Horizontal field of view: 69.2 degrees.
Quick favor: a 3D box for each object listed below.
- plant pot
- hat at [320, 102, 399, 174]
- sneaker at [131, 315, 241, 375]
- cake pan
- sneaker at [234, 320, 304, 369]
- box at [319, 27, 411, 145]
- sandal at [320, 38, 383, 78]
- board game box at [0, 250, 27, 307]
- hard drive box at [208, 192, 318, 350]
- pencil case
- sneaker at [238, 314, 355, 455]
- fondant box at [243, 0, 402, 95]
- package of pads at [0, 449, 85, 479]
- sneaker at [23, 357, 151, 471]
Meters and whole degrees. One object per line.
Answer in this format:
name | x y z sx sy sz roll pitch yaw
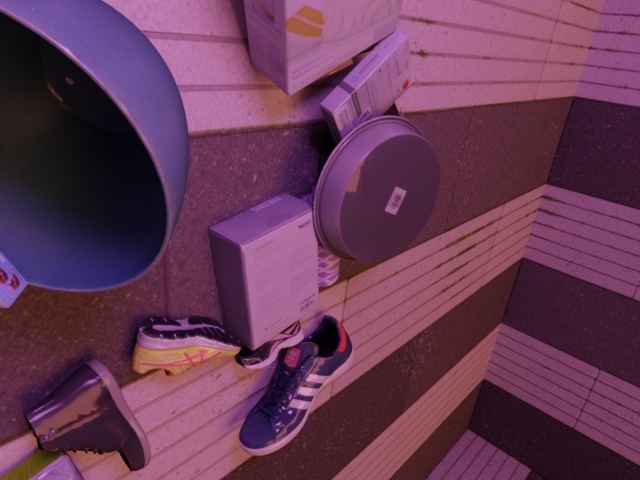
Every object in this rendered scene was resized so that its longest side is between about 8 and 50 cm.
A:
plant pot | -0.250 -0.119 0.443 0.195 0.290 0.290 -79 162 -46
hat | 0.135 -0.140 0.997 0.331 0.134 0.331 -29 132 -38
sneaker | -0.228 0.186 0.791 0.208 0.081 0.094 19 103 -48
cake pan | 0.120 -0.083 0.877 0.293 0.054 0.293 -19 125 -30
sneaker | -0.109 0.196 0.961 0.178 0.072 0.077 -28 119 -50
box | 0.087 -0.264 0.835 0.186 0.038 0.145 -46 160 -2
sandal | 0.055 -0.358 0.808 0.240 0.088 0.079 -41 117 -34
board game box | -0.388 -0.019 0.397 0.039 0.160 0.211 -84 166 -47
hard drive box | -0.094 0.055 0.861 0.181 0.089 0.232 -30 132 -39
pencil case | 0.000 0.000 0.947 0.088 0.086 0.206 -80 173 -52
sneaker | -0.062 0.303 1.035 0.350 0.131 0.148 -44 133 -35
fondant box | 0.016 -0.384 0.603 0.238 0.096 0.330 -38 160 -19
package of pads | -0.454 0.467 0.645 0.296 0.101 0.229 -34 134 -35
sneaker | -0.345 0.291 0.695 0.118 0.083 0.222 -36 126 -38
